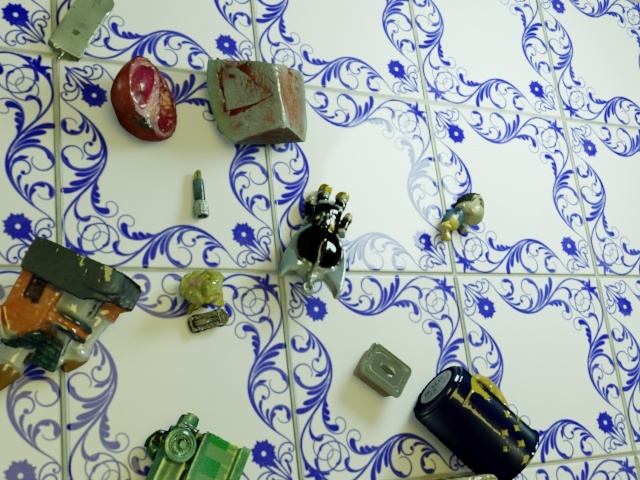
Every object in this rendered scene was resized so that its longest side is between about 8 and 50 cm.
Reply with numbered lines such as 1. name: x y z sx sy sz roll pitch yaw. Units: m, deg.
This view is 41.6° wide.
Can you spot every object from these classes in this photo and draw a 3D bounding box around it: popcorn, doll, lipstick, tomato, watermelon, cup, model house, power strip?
1. popcorn: -0.256 0.108 1.835 0.097 0.089 0.109 9 38 19
2. doll: 0.380 -0.067 2.227 0.089 0.102 0.179 24 55 26
3. lipstick: -0.278 -0.107 1.930 0.037 0.037 0.116 2 66 -27
4. tomato: -0.411 -0.314 1.903 0.189 0.099 0.173 57 29 -46
5. watermelon: -0.115 -0.345 2.002 0.262 0.201 0.212 -4 83 -32
6. cup: 0.361 0.425 2.023 0.256 0.255 0.178 43 96 -4
7. model house: -0.502 0.169 1.599 0.190 0.271 0.301 29 76 1
8. doll: -0.005 -0.001 1.992 0.145 0.103 0.316 38 50 -28
9. power strip: -0.549 -0.494 1.930 0.080 0.029 0.227 32 60 -16

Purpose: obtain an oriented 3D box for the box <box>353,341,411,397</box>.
1. box: 0.143 0.309 1.979 0.122 0.062 0.089 38 59 -10

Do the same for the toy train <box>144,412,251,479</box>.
1. toy train: -0.276 0.502 1.662 0.202 0.120 0.300 31 60 -18

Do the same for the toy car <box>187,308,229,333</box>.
1. toy car: -0.245 0.176 1.847 0.093 0.025 0.041 -12 80 -27

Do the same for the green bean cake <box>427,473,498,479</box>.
1. green bean cake: 0.318 0.577 1.905 0.109 0.179 0.085 2 72 -24
